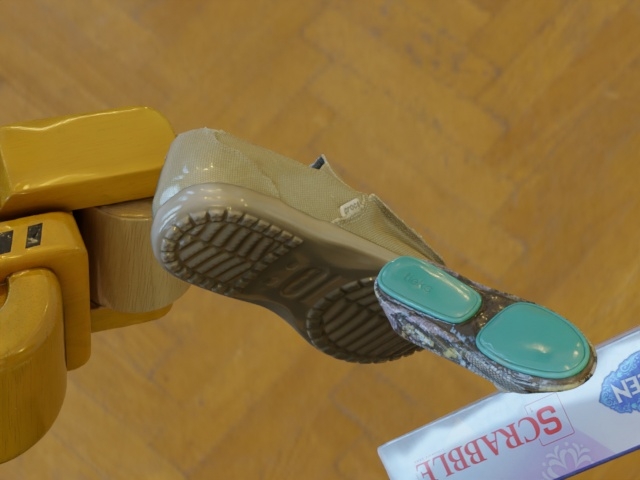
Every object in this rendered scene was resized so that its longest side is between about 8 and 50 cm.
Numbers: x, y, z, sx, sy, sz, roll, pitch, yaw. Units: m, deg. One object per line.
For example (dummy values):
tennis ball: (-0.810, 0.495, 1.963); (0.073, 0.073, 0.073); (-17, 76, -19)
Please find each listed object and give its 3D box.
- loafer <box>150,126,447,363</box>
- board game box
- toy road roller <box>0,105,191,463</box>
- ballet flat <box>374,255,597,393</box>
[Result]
loafer: (0.000, 0.000, 1.059); (0.102, 0.268, 0.092); (-29, 54, 26)
board game box: (0.246, 0.068, 1.073); (0.318, 0.319, 0.066); (-15, 79, -54)
toy road roller: (-0.241, 0.048, 1.429); (0.329, 0.202, 0.240); (-13, 52, -17)
ballet flat: (0.070, 0.041, 0.700); (0.041, 0.041, 0.114); (-45, 45, -19)
